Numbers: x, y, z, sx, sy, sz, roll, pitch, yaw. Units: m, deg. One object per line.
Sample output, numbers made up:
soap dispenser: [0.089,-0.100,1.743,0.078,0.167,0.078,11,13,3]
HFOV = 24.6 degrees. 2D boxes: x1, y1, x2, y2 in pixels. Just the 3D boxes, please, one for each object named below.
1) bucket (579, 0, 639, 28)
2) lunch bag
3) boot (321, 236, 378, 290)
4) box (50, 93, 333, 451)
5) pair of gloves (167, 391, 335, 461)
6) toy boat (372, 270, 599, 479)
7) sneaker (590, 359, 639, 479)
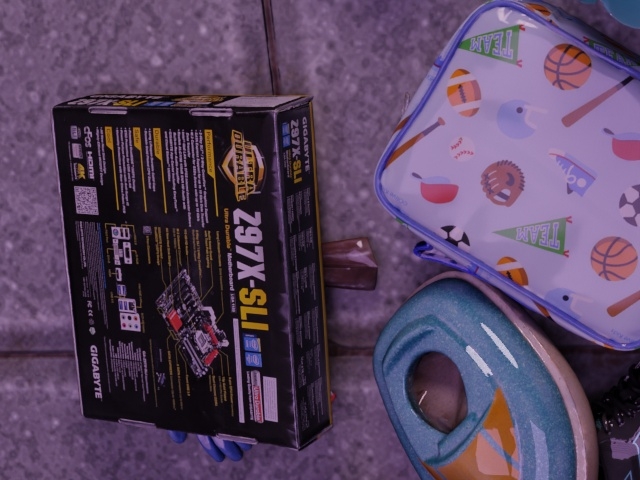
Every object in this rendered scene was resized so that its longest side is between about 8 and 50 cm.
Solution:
bucket: [0.281,-0.310,1.084,0.281,0.183,0.281,0,142,0]
lunch bag: [0.203,-0.057,1.268,0.303,0.115,0.243,32,107,7]
boot: [0.000,0.000,1.400,0.114,0.037,0.106,-1,117,20]
box: [-0.122,0.025,1.394,0.257,0.079,0.322,3,105,28]
pair of gloves: [-0.090,0.135,1.476,0.198,0.023,0.159,-33,93,22]
toy boat: [0.105,0.202,1.340,0.267,0.148,0.318,55,126,26]
sneaker: [0.298,0.159,1.305,0.106,0.101,0.267,11,109,-6]
